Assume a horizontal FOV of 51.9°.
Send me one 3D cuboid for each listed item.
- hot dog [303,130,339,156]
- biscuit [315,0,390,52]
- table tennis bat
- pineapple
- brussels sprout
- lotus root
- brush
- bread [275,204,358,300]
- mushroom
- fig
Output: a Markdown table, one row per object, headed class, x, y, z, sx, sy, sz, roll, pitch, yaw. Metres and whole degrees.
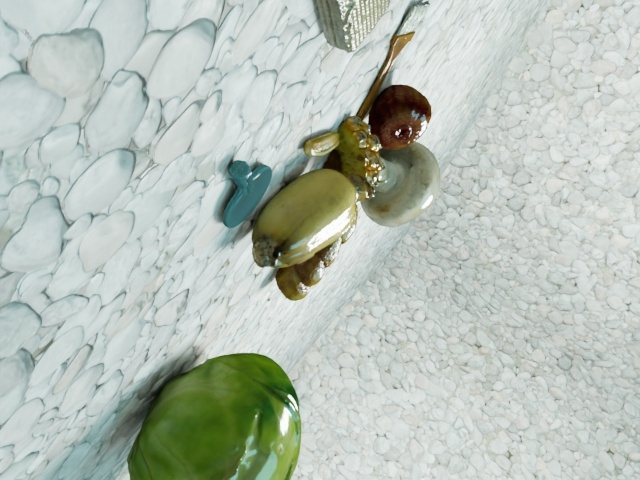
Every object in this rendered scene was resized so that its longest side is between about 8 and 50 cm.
| class | x | y | z | sx | sy | sz | roll | pitch | yaw |
| --- | --- | --- | --- | --- | --- | --- | --- | --- | --- |
| hot dog | 0.001 | -0.183 | 1.263 | 0.137 | 0.028 | 0.044 | -40 | 137 | -61 |
| biscuit | 0.041 | -0.335 | 0.858 | 0.108 | 0.061 | 0.239 | -53 | 169 | -2 |
| table tennis bat | -0.119 | -0.082 | 1.059 | 0.124 | 0.033 | 0.201 | -53 | 172 | -11 |
| pineapple | 0.072 | -0.144 | 1.409 | 0.079 | 0.135 | 0.233 | -44 | 167 | -40 |
| brussels sprout | -0.203 | 0.430 | 1.464 | 0.361 | 0.342 | 0.425 | -48 | 169 | 7 |
| lotus root | -0.026 | -0.048 | 1.284 | 0.303 | 0.130 | 0.146 | -36 | 147 | -31 |
| brush | 0.131 | -0.346 | 1.352 | 0.090 | 0.017 | 0.314 | -36 | 160 | -52 |
| bread | 0.002 | 0.000 | 1.665 | 0.344 | 0.124 | 0.084 | -54 | 140 | 7 |
| mushroom | 0.184 | -0.164 | 1.734 | 0.244 | 0.243 | 0.243 | -51 | 169 | -14 |
| fig | 0.176 | -0.308 | 1.470 | 0.146 | 0.133 | 0.201 | -26 | -140 | 35 |
